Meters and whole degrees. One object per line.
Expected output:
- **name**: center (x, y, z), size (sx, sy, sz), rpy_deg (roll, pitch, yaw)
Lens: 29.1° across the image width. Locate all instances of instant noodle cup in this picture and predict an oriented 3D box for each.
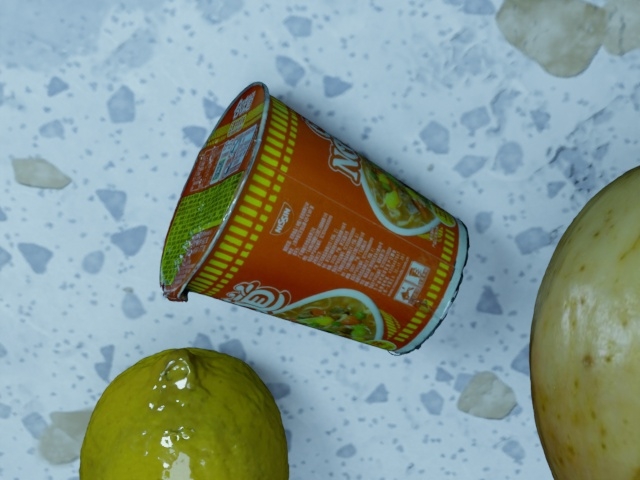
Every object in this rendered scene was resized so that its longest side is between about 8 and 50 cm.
- **instant noodle cup**: center (0.000, 0.000, 1.015), size (0.212, 0.193, 0.193), rpy_deg (25, 113, -18)

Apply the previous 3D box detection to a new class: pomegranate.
- **pomegranate**: center (0.346, 0.067, 0.940), size (0.410, 0.410, 0.410), rpy_deg (1, 114, 1)

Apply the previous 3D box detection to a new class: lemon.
- **lemon**: center (-0.120, 0.203, 1.096), size (0.188, 0.188, 0.256), rpy_deg (3, 118, 0)
